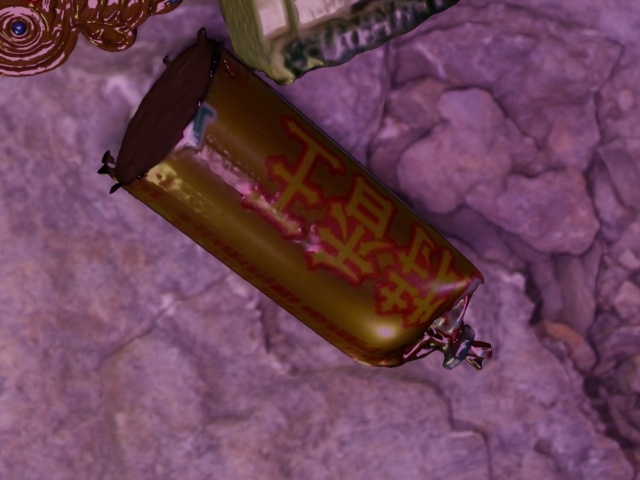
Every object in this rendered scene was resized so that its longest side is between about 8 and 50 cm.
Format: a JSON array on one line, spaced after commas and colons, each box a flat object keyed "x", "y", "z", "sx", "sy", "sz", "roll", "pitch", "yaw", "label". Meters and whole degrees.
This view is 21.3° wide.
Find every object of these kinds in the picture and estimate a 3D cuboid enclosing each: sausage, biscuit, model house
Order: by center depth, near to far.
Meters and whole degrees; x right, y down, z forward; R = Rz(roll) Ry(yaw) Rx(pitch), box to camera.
[{"x": 0.001, "y": -0.229, "z": 1.053, "sx": 0.195, "sy": 0.214, "sz": 0.189, "roll": -27, "pitch": 112, "yaw": -2, "label": "model house"}, {"x": -0.180, "y": -0.174, "z": 1.146, "sx": 0.175, "sy": 0.026, "sz": 0.124, "roll": -11, "pitch": 113, "yaw": -5, "label": "biscuit"}, {"x": -0.001, "y": 0.002, "z": 1.194, "sx": 0.317, "sy": 0.117, "sz": 0.125, "roll": 40, "pitch": 92, "yaw": -21, "label": "sausage"}]
